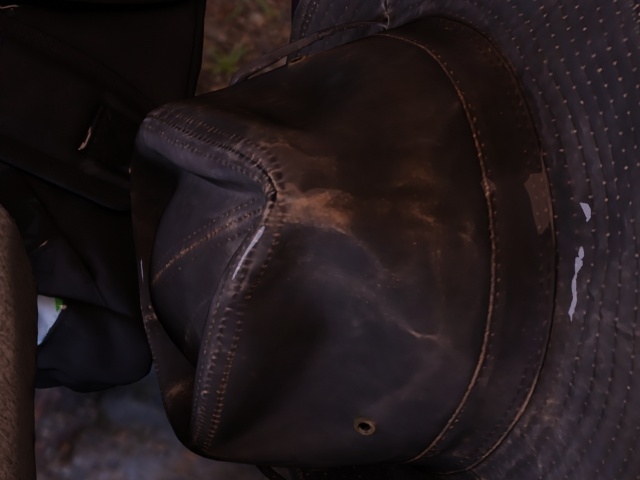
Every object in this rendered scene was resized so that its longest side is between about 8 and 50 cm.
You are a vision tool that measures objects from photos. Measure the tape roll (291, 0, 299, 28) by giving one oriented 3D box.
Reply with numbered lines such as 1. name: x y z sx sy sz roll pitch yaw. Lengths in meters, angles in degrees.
1. tape roll: 0.045 -0.066 0.859 0.080 0.189 0.189 -10 69 -10

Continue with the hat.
1. hat: 0.000 0.000 0.667 0.134 0.331 0.331 1 66 -27

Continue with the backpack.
1. backpack: -0.258 -0.088 0.808 0.356 0.273 0.290 14 69 -33

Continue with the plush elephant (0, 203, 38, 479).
1. plush elephant: -0.219 0.184 0.682 0.255 0.272 0.330 -7 53 7
